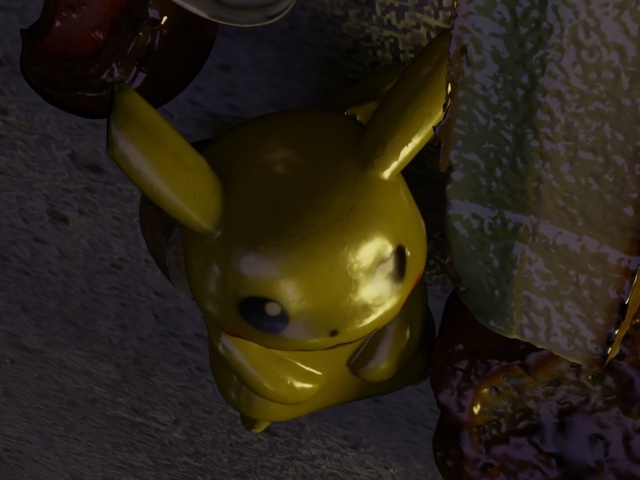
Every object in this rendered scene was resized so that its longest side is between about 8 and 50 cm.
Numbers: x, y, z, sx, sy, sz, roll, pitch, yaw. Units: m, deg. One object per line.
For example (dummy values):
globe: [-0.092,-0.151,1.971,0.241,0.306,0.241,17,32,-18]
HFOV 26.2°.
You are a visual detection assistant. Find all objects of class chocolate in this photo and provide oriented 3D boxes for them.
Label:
chocolate: [-0.119,-0.147,0.853,0.124,0.127,0.133,51,135,-4]

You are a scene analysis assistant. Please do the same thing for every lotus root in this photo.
lotus root: [-0.080,-0.014,1.018,0.081,0.112,0.122,38,160,34]

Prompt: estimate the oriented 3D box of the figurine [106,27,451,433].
figurine: [0.000,0.004,0.886,0.326,0.218,0.169,87,163,-67]

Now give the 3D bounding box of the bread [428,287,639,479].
bread: [0.182,0.098,0.905,0.247,0.135,0.232,-1,118,28]

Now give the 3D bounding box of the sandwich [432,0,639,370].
sandwich: [0.138,-0.080,0.645,0.108,0.186,0.220,20,131,21]

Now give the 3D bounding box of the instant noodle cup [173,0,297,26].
instant noodle cup: [-0.036,-0.192,0.709,0.151,0.122,0.151,24,152,14]
